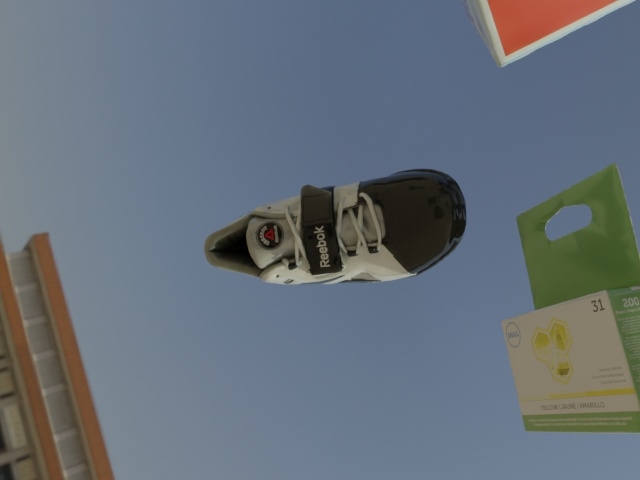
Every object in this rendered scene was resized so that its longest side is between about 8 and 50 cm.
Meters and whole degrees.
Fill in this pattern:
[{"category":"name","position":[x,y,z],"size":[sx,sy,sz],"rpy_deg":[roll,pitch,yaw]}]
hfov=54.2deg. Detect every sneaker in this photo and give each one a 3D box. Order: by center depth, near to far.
[{"category":"sneaker","position":[0.000,0.000,0.707],"size":[0.331,0.146,0.122],"rpy_deg":[-14,-93,41]}]

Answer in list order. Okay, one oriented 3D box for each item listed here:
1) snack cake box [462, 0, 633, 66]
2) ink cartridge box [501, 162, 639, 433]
[{"category":"snack cake box","position":[0.217,-0.260,0.439],"size":[0.265,0.152,0.089],"rpy_deg":[-25,-135,14]},{"category":"ink cartridge box","position":[0.243,0.065,0.613],"size":[0.171,0.056,0.234],"rpy_deg":[136,-54,-67]}]
